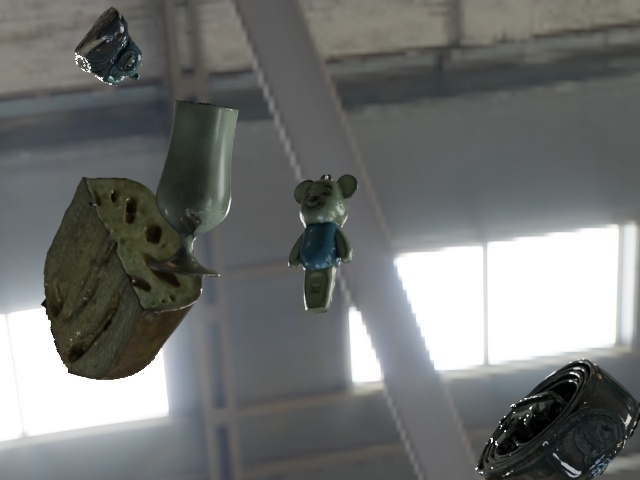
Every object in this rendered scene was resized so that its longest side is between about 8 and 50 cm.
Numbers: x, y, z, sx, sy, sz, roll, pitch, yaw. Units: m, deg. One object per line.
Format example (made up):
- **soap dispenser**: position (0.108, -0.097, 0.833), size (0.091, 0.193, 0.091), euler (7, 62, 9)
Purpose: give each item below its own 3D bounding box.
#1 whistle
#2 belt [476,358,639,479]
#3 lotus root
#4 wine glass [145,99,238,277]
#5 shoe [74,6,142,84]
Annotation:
- **whistle**: position (0.000, 0.000, 2.418), size (0.114, 0.077, 0.236), euler (-6, -116, 23)
- **belt**: position (0.315, 0.254, 2.029), size (0.206, 0.116, 0.267), euler (-50, -175, -31)
- **lotus root**: position (-0.290, 0.089, 2.259), size (0.149, 0.260, 0.267), euler (-2, -133, -34)
- **wine glass**: position (-0.170, -0.071, 2.061), size (0.103, 0.231, 0.103), euler (8, -174, -1)
- **shoe**: position (-0.230, -0.209, 1.696), size (0.071, 0.064, 0.143), euler (33, 166, -3)
